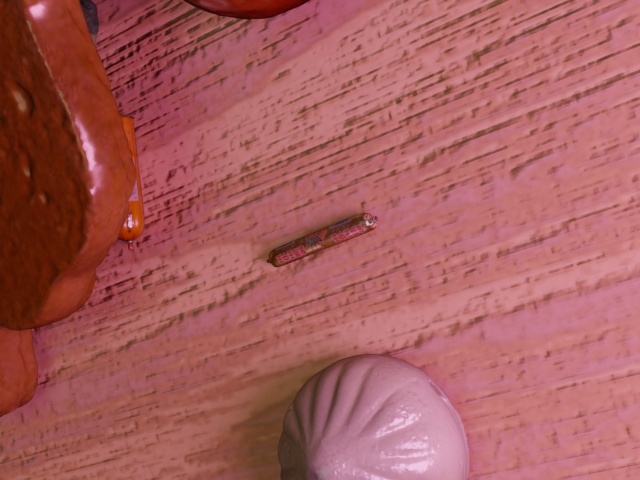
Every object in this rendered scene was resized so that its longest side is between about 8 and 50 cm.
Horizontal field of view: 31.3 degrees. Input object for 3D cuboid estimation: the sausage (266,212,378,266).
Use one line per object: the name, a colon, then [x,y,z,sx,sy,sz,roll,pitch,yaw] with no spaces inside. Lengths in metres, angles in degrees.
sausage: [0.000,0.000,0.816,0.100,0.015,0.015,-21,78,32]

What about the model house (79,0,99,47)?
model house: [-0.237,-0.177,0.934,0.079,0.083,0.066,10,97,32]

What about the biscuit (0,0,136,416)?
biscuit: [-0.302,-0.072,0.927,0.350,0.078,0.455,46,129,11]

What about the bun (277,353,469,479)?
bun: [0.022,0.147,0.756,0.138,0.094,0.138,2,94,36]

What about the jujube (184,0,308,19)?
jujube: [-0.069,-0.256,0.789,0.168,0.168,0.236,-56,48,21]

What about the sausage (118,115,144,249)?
sausage: [-0.158,-0.045,0.912,0.031,0.031,0.107,-9,85,34]
